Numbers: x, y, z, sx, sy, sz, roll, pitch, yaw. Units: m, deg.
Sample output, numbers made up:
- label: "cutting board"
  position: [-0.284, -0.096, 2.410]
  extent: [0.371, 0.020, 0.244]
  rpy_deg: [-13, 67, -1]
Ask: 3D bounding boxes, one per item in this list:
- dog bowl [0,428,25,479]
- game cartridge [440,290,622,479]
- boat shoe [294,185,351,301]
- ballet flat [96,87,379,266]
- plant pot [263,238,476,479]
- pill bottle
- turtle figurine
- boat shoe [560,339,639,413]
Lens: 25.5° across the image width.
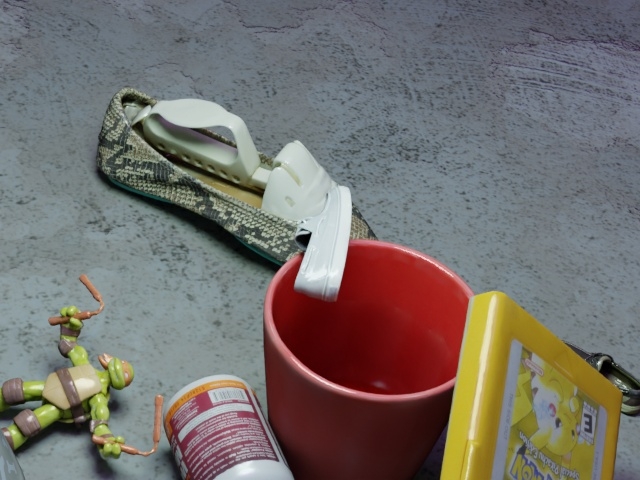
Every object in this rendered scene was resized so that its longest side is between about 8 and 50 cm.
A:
- label: "dog bowl"
  position: [-0.502, 0.267, 1.544]
  extent: [0.349, 0.102, 0.349]
  rpy_deg: [-2, 34, 1]
- label: "game cartridge"
  position: [0.245, 0.262, 1.614]
  extent: [0.285, 0.053, 0.323]
  rpy_deg: [37, 51, -37]
- label: "boat shoe"
  position: [0.000, 0.000, 1.695]
  extent: [0.063, 0.066, 0.184]
  rpy_deg: [10, 49, -3]
- label: "ballet flat"
  position: [-0.116, -0.094, 2.058]
  extent: [0.483, 0.182, 0.164]
  rpy_deg: [25, 40, 15]
- label: "plant pot"
  position: [0.047, 0.175, 1.730]
  extent: [0.275, 0.243, 0.275]
  rpy_deg: [7, 40, -6]
- label: "pill bottle"
  position: [-0.100, 0.274, 1.672]
  extent: [0.121, 0.121, 0.221]
  rpy_deg: [-7, 43, -21]
- label: "turtle figurine"
  position: [-0.324, 0.180, 1.755]
  extent: [0.217, 0.087, 0.269]
  rpy_deg: [-17, 62, -16]
- label: "boat shoe"
  position: [0.386, 0.178, 1.959]
  extent: [0.152, 0.049, 0.056]
  rpy_deg: [33, 45, 25]
